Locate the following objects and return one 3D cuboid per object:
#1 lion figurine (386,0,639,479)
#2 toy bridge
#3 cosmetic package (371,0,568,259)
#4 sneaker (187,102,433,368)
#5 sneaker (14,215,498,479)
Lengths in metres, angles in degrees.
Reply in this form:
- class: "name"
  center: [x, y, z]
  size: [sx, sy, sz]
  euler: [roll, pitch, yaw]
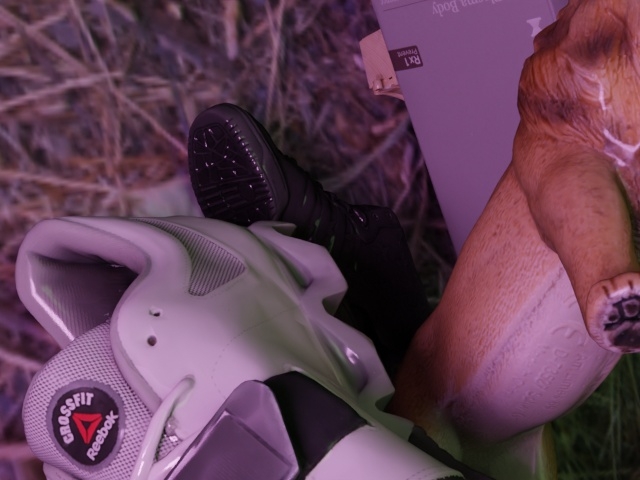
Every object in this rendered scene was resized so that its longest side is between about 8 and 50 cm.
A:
- class: "lion figurine"
  center: [0.101, 0.036, 0.590]
  size: [0.142, 0.392, 0.240]
  euler: [25, 33, -18]
- class: "toy bridge"
  center: [0.099, -0.092, 0.803]
  size: [0.188, 0.026, 0.063]
  euler: [-5, 79, -43]
- class: "cosmetic package"
  center: [0.123, -0.074, 0.719]
  size: [0.107, 0.127, 0.238]
  euler: [-26, 102, -38]
- class: "sneaker"
  center: [0.002, -0.001, 0.664]
  size: [0.089, 0.051, 0.170]
  euler: [-36, 104, -45]
- class: "sneaker"
  center: [-0.030, 0.094, 0.472]
  size: [0.146, 0.122, 0.330]
  euler: [12, 23, -34]
